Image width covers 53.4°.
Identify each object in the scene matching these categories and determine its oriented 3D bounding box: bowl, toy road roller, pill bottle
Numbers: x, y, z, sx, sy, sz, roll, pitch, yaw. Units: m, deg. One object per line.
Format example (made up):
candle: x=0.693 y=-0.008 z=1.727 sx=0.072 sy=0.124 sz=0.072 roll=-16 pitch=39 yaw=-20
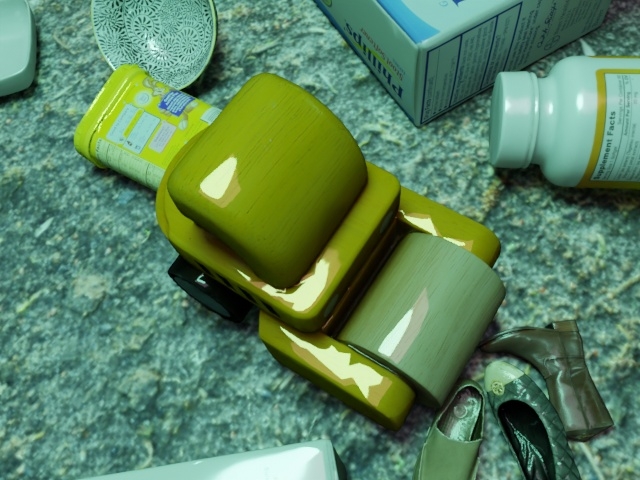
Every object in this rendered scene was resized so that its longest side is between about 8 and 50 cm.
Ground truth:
bowl: x=-0.191 y=-0.275 z=0.797 sx=0.170 sy=0.080 sz=0.170 roll=6 pitch=111 yaw=16
toy road roller: x=0.000 y=0.000 z=0.580 sx=0.330 sy=0.240 sz=0.202 roll=29 pitch=72 yaw=17
pill bottle: x=0.308 y=-0.122 z=0.665 sx=0.246 sy=0.136 sz=0.136 roll=3 pitch=66 yaw=7
bowl: x=-0.439 y=-0.242 z=0.836 sx=0.142 sy=0.053 sz=0.141 roll=-11 pitch=65 yaw=0

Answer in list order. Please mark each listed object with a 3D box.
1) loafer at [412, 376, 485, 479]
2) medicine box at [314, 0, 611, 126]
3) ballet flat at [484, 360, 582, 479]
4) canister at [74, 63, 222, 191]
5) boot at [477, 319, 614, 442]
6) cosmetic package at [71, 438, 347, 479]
loafer: x=0.119 y=0.194 z=0.586 sx=0.056 sy=0.050 sz=0.147 roll=11 pitch=67 yaw=10
medicine box: x=0.162 y=-0.330 z=0.766 sx=0.289 sy=0.149 sz=0.263 roll=-30 pitch=66 yaw=-9
ballet flat: x=0.193 y=0.190 z=0.574 sx=0.049 sy=0.057 sz=0.173 roll=-4 pitch=62 yaw=-37
canister: x=-0.179 y=-0.116 z=0.739 sx=0.170 sy=0.073 sz=0.126 roll=27 pitch=79 yaw=14
boot: x=0.215 y=0.139 z=0.613 sx=0.107 sy=0.037 sz=0.114 roll=-11 pitch=70 yaw=3
cosmetic package: x=-0.154 y=0.271 z=0.499 sx=0.366 sy=0.197 sz=0.155 roll=-8 pitch=65 yaw=0
